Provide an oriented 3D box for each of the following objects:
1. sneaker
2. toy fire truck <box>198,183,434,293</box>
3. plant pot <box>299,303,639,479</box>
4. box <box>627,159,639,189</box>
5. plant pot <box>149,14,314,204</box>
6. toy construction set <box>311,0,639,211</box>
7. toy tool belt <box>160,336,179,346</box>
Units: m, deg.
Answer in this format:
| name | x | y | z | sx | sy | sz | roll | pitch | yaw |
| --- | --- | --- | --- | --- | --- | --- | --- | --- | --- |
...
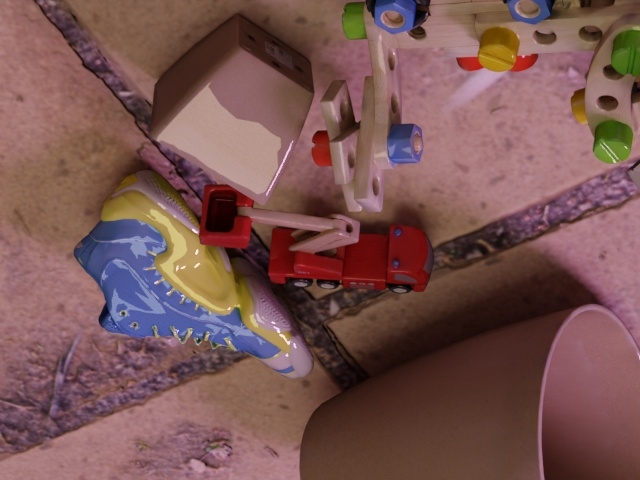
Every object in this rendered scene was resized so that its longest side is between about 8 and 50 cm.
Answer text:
| name | x | y | z | sx | sy | sz | roll | pitch | yaw |
| --- | --- | --- | --- | --- | --- | --- | --- | --- | --- |
| sneaker | -0.117 | 0.055 | 1.447 | 0.126 | 0.091 | 0.240 | -40 | 106 | 5 |
| toy fire truck | 0.000 | 0.000 | 1.392 | 0.192 | 0.047 | 0.135 | 4 | 162 | 3 |
| plant pot | 0.129 | 0.197 | 1.474 | 0.274 | 0.256 | 0.256 | -9 | 129 | 33 |
| box | 0.358 | -0.026 | 1.200 | 0.087 | 0.290 | 0.169 | -45 | 73 | 32 |
| plant pot | -0.063 | -0.113 | 1.320 | 0.109 | 0.109 | 0.096 | 31 | 112 | -18 |
| toy construction set | 0.140 | -0.136 | 1.258 | 0.327 | 0.151 | 0.215 | -12 | 139 | 13 |
| toy tool belt | -0.146 | 0.054 | 1.498 | 0.083 | 0.052 | 0.051 | 42 | 83 | -28 |
